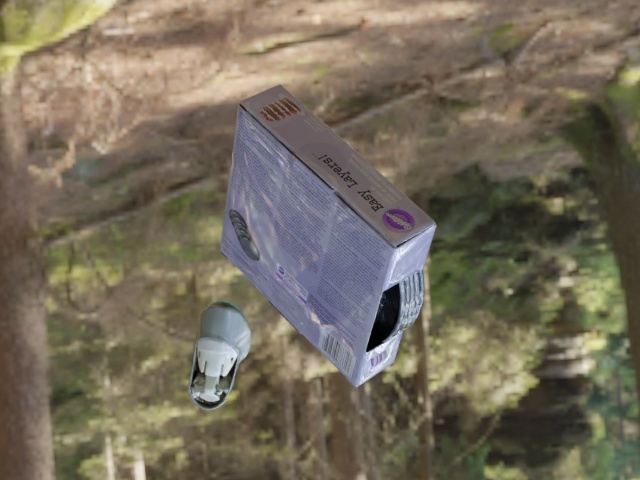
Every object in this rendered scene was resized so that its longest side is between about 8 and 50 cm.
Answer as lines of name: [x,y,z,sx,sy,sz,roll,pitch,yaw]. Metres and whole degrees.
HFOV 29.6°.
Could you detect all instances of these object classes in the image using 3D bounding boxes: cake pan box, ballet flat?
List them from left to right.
ballet flat: [-0.131,0.156,1.549,0.072,0.068,0.213,14,146,-1]
cake pan box: [0.000,0.000,1.327,0.070,0.245,0.267,-30,-122,-30]
